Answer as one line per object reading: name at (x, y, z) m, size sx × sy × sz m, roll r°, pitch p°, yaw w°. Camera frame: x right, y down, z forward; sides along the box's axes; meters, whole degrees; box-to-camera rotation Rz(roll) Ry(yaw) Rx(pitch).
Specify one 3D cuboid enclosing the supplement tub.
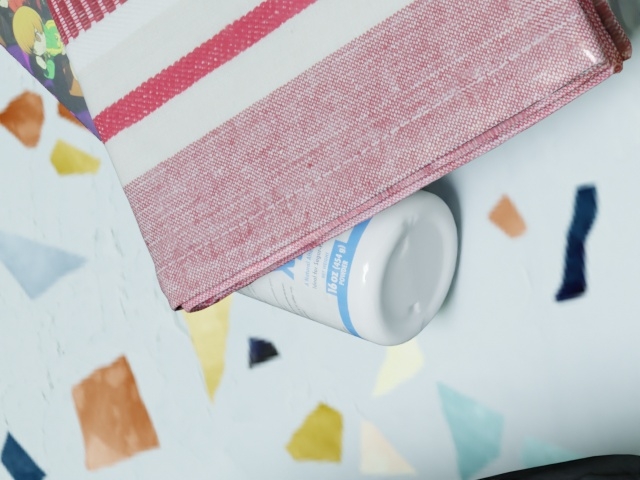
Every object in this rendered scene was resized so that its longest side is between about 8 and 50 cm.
supplement tub at (0.000, 0.000, 0.779) m, size 0.107 × 0.071 × 0.071 m, roll 18°, pitch 114°, yaw 33°

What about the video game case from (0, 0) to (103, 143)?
video game case at (-0.083, -0.165, 0.814) m, size 0.210 × 0.042 × 0.232 m, roll 44°, pitch 127°, yaw 21°

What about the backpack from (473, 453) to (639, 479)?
backpack at (0.084, 0.291, 0.707) m, size 0.290 × 0.273 × 0.356 m, roll -26°, pitch 65°, yaw 39°

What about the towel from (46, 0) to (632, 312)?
towel at (-0.035, -0.162, 0.718) m, size 0.237 × 0.037 × 0.329 m, roll -29°, pitch 79°, yaw 34°
